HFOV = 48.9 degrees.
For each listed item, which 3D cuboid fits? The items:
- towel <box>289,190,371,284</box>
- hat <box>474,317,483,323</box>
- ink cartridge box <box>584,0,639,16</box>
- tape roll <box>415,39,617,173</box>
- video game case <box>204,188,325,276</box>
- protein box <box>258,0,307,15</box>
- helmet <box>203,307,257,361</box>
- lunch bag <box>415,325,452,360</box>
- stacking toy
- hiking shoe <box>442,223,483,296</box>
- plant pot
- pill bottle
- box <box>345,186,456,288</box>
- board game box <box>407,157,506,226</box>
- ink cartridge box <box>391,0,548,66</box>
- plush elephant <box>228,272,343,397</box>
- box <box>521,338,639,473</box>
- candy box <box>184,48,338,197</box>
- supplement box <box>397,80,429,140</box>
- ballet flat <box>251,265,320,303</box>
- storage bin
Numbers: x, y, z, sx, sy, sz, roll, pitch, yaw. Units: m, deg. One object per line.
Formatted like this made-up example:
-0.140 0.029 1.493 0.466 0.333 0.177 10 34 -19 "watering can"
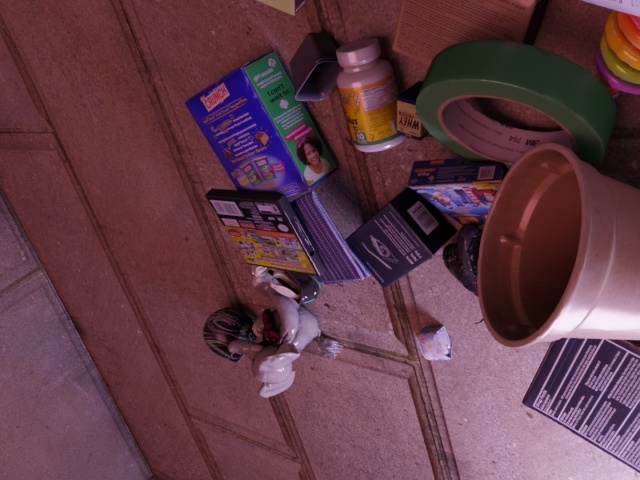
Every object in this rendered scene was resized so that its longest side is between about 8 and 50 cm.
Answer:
0.000 0.000 1.753 0.243 0.040 0.336 57 163 -5 "towel"
0.392 0.036 1.367 0.173 0.183 0.208 3 123 43 "hat"
0.364 -0.476 0.889 0.272 0.130 0.309 27 97 27 "ink cartridge box"
0.323 -0.210 1.186 0.322 0.077 0.321 21 167 5 "tape roll"
-0.142 -0.022 1.797 0.275 0.035 0.248 7 136 42 "video game case"
-0.100 -0.574 1.327 0.200 0.136 0.201 26 151 15 "protein box"
-0.295 0.295 2.270 0.162 0.169 0.169 36 142 -5 "helmet"
0.287 0.260 1.762 0.071 0.053 0.083 -15 100 47 "lunch bag"
0.479 -0.287 1.066 0.166 0.175 0.301 44 153 12 "stacking toy"
0.302 0.037 1.505 0.114 0.086 0.226 28 156 34 "hiking shoe"
0.471 0.032 1.155 0.306 0.333 0.333 10 140 -11 "plant pot"
0.100 -0.296 1.432 0.118 0.117 0.208 8 126 41 "pill bottle"
0.177 -0.008 1.601 0.153 0.108 0.207 50 142 0 "box"
0.304 -0.089 1.385 0.194 0.060 0.194 1 155 37 "board game box"
0.257 -0.386 1.228 0.235 0.088 0.193 32 138 21 "ink cartridge box"
-0.138 0.306 2.046 0.330 0.255 0.271 33 139 20 "plush elephant"
0.593 0.253 1.353 0.294 0.183 0.296 30 136 22 "box"
-0.146 -0.257 1.700 0.268 0.122 0.317 -13 113 50 "candy box"
0.196 -0.257 1.397 0.056 0.083 0.083 24 136 31 "supplement box"
-0.126 0.077 1.976 0.280 0.096 0.095 37 142 16 "ballet flat"
-0.005 -0.375 1.502 0.135 0.098 0.091 -45 59 52 "storage bin"
